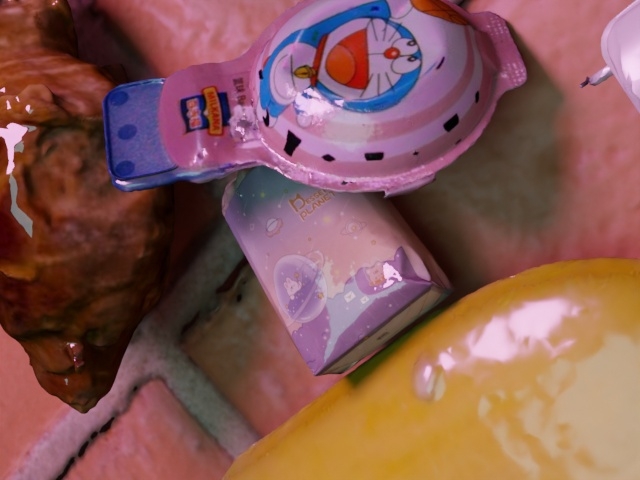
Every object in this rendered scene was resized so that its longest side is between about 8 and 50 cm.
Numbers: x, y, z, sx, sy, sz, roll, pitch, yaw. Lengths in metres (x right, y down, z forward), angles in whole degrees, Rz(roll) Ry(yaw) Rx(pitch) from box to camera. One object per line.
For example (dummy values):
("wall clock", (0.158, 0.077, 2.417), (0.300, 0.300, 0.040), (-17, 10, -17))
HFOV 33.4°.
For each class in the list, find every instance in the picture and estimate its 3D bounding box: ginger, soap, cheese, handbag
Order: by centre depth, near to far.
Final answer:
("cheese", (-0.006, -0.098, 0.719), (0.285, 0.074, 0.189), (-12, 55, 0))
("soap", (0.140, 0.192, 0.744), (0.427, 0.115, 0.306), (-32, 81, 29))
("handbag", (0.000, 0.000, 0.767), (0.117, 0.095, 0.173), (-38, 69, 13))
("ginger", (-0.237, -0.044, 0.837), (0.357, 0.152, 0.274), (57, 135, 14))

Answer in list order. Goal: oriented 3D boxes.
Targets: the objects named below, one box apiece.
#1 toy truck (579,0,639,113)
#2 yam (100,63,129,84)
("toy truck", (0.306, 0.001, 0.559), (0.173, 0.207, 0.388), (-36, 83, 29))
("yam", (-0.156, -0.073, 0.881), (0.032, 0.032, 0.145), (-14, 96, 29))
